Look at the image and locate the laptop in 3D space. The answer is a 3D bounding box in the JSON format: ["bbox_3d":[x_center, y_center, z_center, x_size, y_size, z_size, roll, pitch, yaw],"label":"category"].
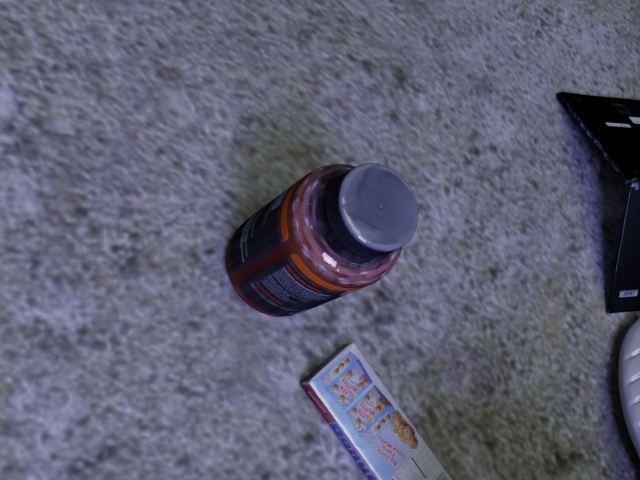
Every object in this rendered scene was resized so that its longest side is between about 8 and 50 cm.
[{"bbox_3d":[0.430,-0.056,0.997,0.234,0.136,0.264,-1,50,-29],"label":"laptop"}]

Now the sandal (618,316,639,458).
[{"bbox_3d":[0.429,0.279,0.845,0.170,0.102,0.416,-3,62,-14],"label":"sandal"}]

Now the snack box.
[{"bbox_3d":[0.057,0.187,0.717,0.064,0.022,0.178,-37,94,-31],"label":"snack box"}]

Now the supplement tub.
[{"bbox_3d":[0.000,0.000,0.641,0.106,0.198,0.106,8,72,-26],"label":"supplement tub"}]
